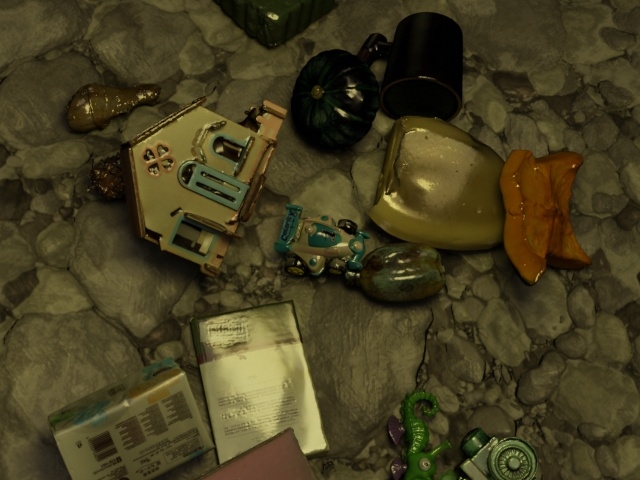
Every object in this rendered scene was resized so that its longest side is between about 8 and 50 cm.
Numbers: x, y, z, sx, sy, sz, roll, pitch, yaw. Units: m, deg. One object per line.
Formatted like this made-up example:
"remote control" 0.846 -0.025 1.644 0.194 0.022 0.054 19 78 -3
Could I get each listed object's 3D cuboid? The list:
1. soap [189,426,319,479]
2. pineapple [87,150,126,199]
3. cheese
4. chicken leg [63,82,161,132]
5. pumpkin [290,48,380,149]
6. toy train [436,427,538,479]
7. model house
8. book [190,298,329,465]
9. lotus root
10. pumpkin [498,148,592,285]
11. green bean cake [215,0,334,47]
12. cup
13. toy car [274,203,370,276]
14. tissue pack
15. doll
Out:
"soap" -0.118 0.447 1.466 0.259 0.081 0.181 -27 57 -10
"pineapple" -0.334 -0.137 1.675 0.221 0.103 0.083 -26 111 -19
"cheese" 0.261 -0.101 1.761 0.315 0.128 0.260 15 79 -8
"chicken leg" -0.397 -0.269 1.728 0.197 0.069 0.085 -20 76 -24
"pumpkin" 0.026 -0.274 1.749 0.194 0.150 0.194 -4 74 14
"toy train" 0.323 0.483 1.546 0.221 0.150 0.304 -41 74 -8
"model house" -0.229 -0.130 1.579 0.244 0.169 0.326 25 88 -18
"book" -0.111 0.260 1.607 0.201 0.026 0.290 -9 72 -13
"lotus root" 0.139 0.062 1.692 0.192 0.088 0.113 -5 75 0
"pumpkin" 0.425 -0.049 1.709 0.290 0.095 0.258 -3 84 -51
"green bean cake" -0.098 -0.536 1.850 0.222 0.125 0.227 -40 80 -18
"cup" 0.177 -0.360 1.816 0.239 0.166 0.177 13 65 -7
"toy car" 0.000 0.000 1.665 0.161 0.098 0.126 7 67 23
"tissue pack" -0.322 0.313 1.504 0.229 0.145 0.159 -25 109 -17
"doll" 0.176 0.353 1.602 0.115 0.050 0.190 -8 54 6
